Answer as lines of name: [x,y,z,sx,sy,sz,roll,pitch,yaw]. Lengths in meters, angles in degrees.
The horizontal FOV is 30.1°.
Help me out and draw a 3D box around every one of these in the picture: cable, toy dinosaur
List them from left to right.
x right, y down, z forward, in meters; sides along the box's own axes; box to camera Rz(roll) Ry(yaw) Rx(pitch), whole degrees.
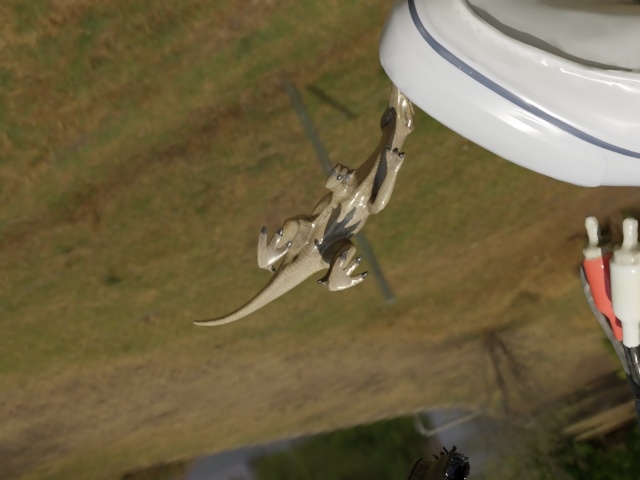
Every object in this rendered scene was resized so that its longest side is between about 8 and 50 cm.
toy dinosaur: [0.000,0.000,0.614,0.183,0.053,0.092,-50,-178,13]
cable: [0.264,0.113,0.996,0.072,0.287,0.139,-12,-165,-28]

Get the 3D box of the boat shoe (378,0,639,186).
boat shoe: [0.136,-0.061,0.406,0.226,0.083,0.076,13,135,-14]

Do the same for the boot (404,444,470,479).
boot: [0.141,0.322,1.507,0.045,0.121,0.099,31,153,-19]
